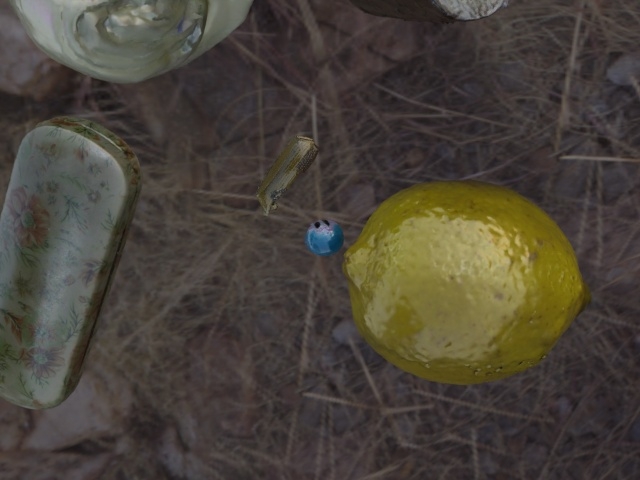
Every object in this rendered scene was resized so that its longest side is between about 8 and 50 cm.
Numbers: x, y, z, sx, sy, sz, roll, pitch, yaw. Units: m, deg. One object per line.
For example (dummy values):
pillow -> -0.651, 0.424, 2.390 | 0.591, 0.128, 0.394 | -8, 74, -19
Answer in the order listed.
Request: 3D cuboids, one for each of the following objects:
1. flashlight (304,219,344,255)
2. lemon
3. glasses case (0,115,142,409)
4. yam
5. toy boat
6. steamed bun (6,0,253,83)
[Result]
flashlight -> 0.000, 0.000, 1.372 | 0.051, 0.129, 0.051 | 1, 86, -8
lemon -> 0.177, 0.050, 1.240 | 0.311, 0.253, 0.253 | 7, 104, -7
glasses case -> -0.347, 0.040, 1.311 | 0.157, 0.098, 0.425 | 27, 118, 6
yam -> 0.116, -0.305, 1.140 | 0.280, 0.131, 0.131 | -143, 55, -70
toy boat -> -0.057, -0.106, 1.661 | 0.149, 0.049, 0.047 | -54, 26, 13
steamed bun -> -0.257, -0.355, 1.326 | 0.352, 0.339, 0.247 | 59, 154, 19
